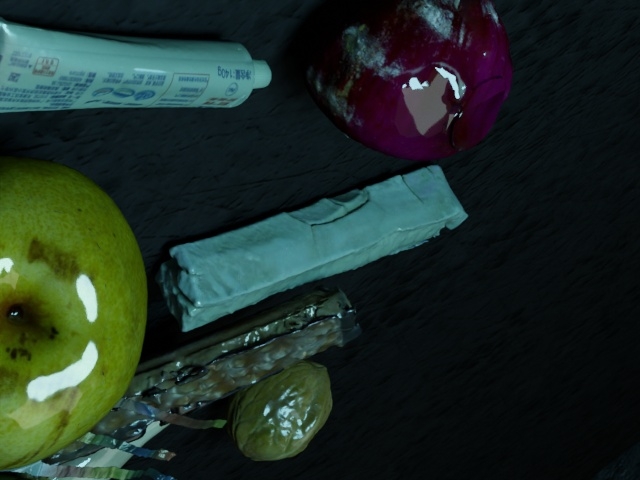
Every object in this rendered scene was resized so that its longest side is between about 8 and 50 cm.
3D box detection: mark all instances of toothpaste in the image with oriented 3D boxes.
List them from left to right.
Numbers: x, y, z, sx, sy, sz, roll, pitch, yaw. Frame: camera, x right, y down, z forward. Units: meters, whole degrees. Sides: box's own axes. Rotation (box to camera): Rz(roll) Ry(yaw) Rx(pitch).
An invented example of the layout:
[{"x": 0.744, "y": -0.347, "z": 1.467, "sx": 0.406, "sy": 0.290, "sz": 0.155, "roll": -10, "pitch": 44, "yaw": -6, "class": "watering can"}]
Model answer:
[{"x": -0.130, "y": -0.112, "z": 1.140, "sx": 0.069, "sy": 0.047, "sz": 0.268, "roll": -31, "pitch": 164, "yaw": 39, "class": "toothpaste"}]

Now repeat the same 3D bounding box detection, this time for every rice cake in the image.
[{"x": 0.000, "y": 0.000, "z": 1.523, "sx": 0.336, "sy": 0.066, "sz": 0.063, "roll": -20, "pitch": 163, "yaw": -39, "class": "rice cake"}]

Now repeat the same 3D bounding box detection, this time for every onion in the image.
[{"x": 0.089, "y": -0.146, "z": 1.285, "sx": 0.173, "sy": 0.135, "sz": 0.198, "roll": -13, "pitch": 146, "yaw": -51, "class": "onion"}]

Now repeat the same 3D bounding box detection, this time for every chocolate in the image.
[{"x": -0.121, "y": 0.116, "z": 1.501, "sx": 0.329, "sy": 0.065, "sz": 0.102, "roll": -22, "pitch": 161, "yaw": -8, "class": "chocolate"}]

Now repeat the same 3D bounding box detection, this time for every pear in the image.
[{"x": -0.214, "y": 0.045, "z": 1.129, "sx": 0.209, "sy": 0.209, "sz": 0.209, "roll": -31, "pitch": 157, "yaw": -15, "class": "pear"}]

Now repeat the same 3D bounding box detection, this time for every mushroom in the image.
[{"x": -0.195, "y": 0.180, "z": 1.586, "sx": 0.209, "sy": 0.071, "sz": 0.084, "roll": -41, "pitch": 127, "yaw": 1, "class": "mushroom"}]

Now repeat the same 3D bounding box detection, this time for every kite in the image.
[{"x": -0.219, "y": 0.154, "z": 1.415, "sx": 0.310, "sy": 0.015, "sz": 0.169, "roll": 10, "pitch": 134, "yaw": -32, "class": "kite"}]

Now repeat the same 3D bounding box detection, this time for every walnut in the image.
[{"x": -0.041, "y": 0.173, "z": 1.760, "sx": 0.124, "sy": 0.105, "sz": 0.105, "roll": -45, "pitch": 157, "yaw": 2, "class": "walnut"}]

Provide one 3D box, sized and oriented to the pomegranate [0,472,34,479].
[{"x": -0.298, "y": 0.336, "z": 1.509, "sx": 0.236, "sy": 0.236, "sz": 0.302, "roll": -31, "pitch": 154, "yaw": -15, "class": "pomegranate"}]
